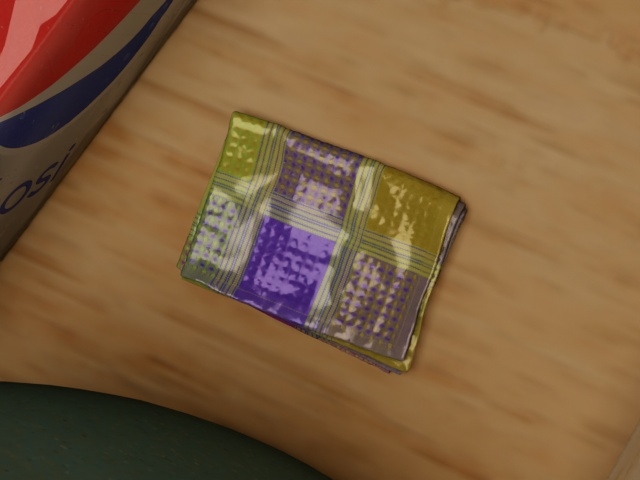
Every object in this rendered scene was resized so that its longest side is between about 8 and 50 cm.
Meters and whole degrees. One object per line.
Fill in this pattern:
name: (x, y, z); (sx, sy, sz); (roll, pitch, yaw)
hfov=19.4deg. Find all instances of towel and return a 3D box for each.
towel: (0.000, 0.000, 0.584); (0.083, 0.009, 0.060); (24, 100, 13)

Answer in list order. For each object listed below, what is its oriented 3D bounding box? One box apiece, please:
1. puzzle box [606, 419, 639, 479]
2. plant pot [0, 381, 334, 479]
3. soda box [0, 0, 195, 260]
puzzle box: (0.271, -0.010, 0.484); (0.272, 0.052, 0.409); (29, 100, 12)
plant pot: (-0.109, 0.151, 0.465); (0.290, 0.195, 0.290); (-13, 58, 21)
soda box: (-0.093, -0.092, 0.563); (0.098, 0.091, 0.286); (42, 103, 10)
